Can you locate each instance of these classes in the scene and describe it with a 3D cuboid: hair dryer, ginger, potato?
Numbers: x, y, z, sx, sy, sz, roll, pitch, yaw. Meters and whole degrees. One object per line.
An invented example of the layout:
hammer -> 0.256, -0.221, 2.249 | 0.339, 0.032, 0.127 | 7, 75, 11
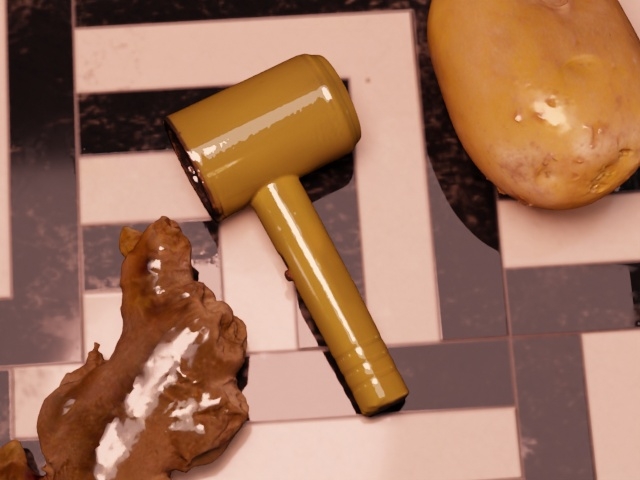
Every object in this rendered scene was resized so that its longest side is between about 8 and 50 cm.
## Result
hair dryer -> 0.000, 0.000, 1.289 | 0.135, 0.090, 0.278 | -26, 84, -9
ginger -> -0.149, 0.146, 1.248 | 0.166, 0.080, 0.333 | 19, 82, 19
potato -> 0.165, -0.133, 1.290 | 0.150, 0.146, 0.234 | 9, 53, -41
